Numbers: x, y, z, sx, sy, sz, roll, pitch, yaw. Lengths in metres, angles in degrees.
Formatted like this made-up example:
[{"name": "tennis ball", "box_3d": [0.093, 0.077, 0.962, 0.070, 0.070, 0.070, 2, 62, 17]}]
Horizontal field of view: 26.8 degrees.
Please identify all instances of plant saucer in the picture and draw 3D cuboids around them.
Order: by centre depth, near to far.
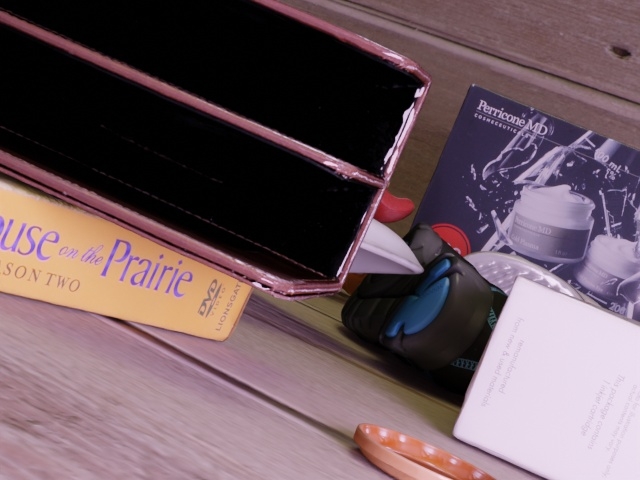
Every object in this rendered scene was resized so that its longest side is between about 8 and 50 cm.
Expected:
[{"name": "plant saucer", "box_3d": [0.055, 0.116, 0.680, 0.083, 0.013, 0.083, 24, 2, -1]}]

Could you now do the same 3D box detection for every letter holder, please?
[{"name": "letter holder", "box_3d": [-0.110, -0.094, 0.766, 0.302, 0.152, 0.214, 24, 4, 9]}]

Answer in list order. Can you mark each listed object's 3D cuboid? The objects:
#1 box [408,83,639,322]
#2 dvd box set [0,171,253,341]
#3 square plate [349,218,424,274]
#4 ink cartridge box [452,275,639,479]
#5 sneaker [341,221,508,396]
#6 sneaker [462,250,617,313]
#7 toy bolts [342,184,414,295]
[{"name": "box", "box_3d": [0.291, 0.015, 1.694, 0.343, 0.312, 0.179, 23, 2, 11]}, {"name": "dvd box set", "box_3d": [-0.271, -0.051, 0.771, 0.308, 0.062, 0.420, 25, 2, 34]}, {"name": "square plate", "box_3d": [-0.139, -0.051, 1.141, 0.347, 0.049, 0.344, 25, -13, -35]}, {"name": "ink cartridge box", "box_3d": [0.283, 0.146, 0.909, 0.354, 0.119, 0.207, 23, 2, 14]}, {"name": "sneaker", "box_3d": [0.111, 0.078, 1.219, 0.140, 0.125, 0.341, 39, 5, -10]}, {"name": "sneaker", "box_3d": [0.266, 0.120, 1.396, 0.321, 0.126, 0.127, 34, 7, 2]}, {"name": "toy bolts", "box_3d": [0.000, 0.000, 1.660, 0.218, 0.158, 0.228, 59, -33, -5]}]
